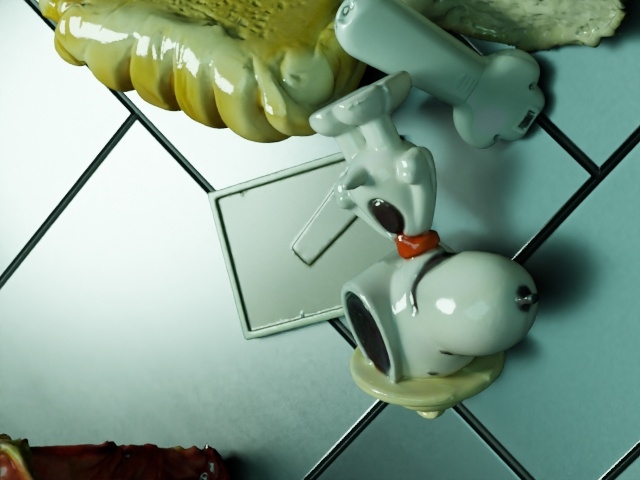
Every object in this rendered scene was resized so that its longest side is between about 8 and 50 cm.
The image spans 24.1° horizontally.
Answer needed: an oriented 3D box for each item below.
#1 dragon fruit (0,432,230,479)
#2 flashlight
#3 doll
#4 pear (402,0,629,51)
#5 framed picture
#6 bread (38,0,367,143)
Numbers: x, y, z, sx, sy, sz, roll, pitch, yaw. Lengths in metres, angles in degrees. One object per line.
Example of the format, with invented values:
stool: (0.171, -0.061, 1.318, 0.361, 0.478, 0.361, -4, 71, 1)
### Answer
dragon fruit: (-0.226, 0.246, 1.369, 0.240, 0.330, 0.302, 51, 145, 30)
flashlight: (0.100, -0.151, 1.285, 0.200, 0.047, 0.093, 27, 108, -18)
doll: (0.072, 0.007, 1.278, 0.271, 0.144, 0.208, 54, 137, 7)
pear: (0.142, -0.281, 1.244, 0.267, 0.267, 0.178, 10, 68, 22)
framed picture: (0.000, 0.000, 1.403, 0.203, 0.015, 0.150, -16, 88, 24)
bread: (-0.106, -0.187, 1.360, 0.311, 0.173, 0.121, 23, 147, 24)
